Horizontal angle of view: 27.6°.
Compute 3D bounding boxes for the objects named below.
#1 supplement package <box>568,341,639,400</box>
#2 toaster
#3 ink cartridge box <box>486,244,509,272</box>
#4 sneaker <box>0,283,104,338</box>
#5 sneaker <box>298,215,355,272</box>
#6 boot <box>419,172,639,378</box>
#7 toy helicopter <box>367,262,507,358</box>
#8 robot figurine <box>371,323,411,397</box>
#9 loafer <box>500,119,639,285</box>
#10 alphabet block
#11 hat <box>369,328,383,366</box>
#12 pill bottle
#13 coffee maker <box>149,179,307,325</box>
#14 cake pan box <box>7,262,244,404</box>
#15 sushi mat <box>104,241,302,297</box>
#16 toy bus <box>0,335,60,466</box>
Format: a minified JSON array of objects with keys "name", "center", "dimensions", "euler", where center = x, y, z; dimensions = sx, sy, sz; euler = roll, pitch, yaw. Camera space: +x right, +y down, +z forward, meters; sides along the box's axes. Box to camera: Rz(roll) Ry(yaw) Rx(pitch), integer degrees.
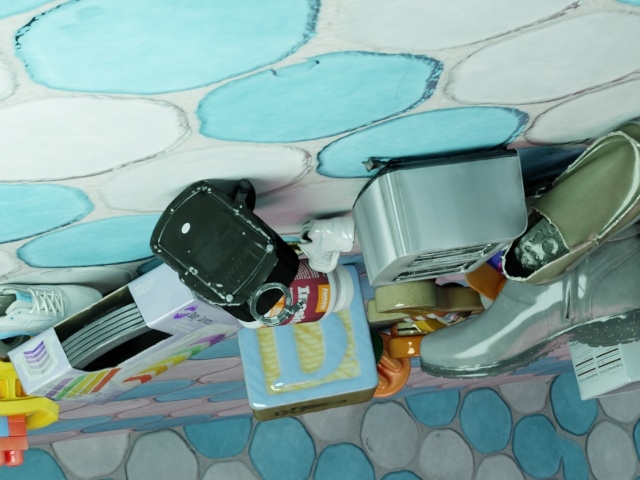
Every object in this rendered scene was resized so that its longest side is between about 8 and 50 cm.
[{"name":"supplement package","center":[0.442,0.091,1.749],"dimensions":[0.194,0.203,0.149],"euler":[-8,166,-16]},{"name":"toaster","center":[0.125,-0.026,1.449],"dimensions":[0.186,0.110,0.168],"euler":[-8,166,-14]},{"name":"ink cartridge box","center":[0.337,-0.016,1.798],"dimensions":[0.371,0.069,0.176],"euler":[-9,168,2]},{"name":"sneaker","center":[-0.361,0.085,1.625],"dimensions":[0.191,0.071,0.083],"euler":[-7,161,-21]},{"name":"sneaker","center":[0.000,0.000,1.615],"dimensions":[0.061,0.053,0.152],"euler":[7,161,-10]},{"name":"boot","center":[0.253,0.034,1.617],"dimensions":[0.338,0.222,0.118],"euler":[-18,-163,18]},{"name":"toy helicopter","center":[0.171,0.087,1.815],"dimensions":[0.235,0.140,0.355],"euler":[-6,173,18]},{"name":"robot figurine","center":[0.117,0.244,2.573],"dimensions":[0.128,0.158,0.219],"euler":[0,177,1]},{"name":"loafer","center":[0.290,-0.029,1.452],"dimensions":[0.087,0.094,0.251],"euler":[-20,152,-49]},{"name":"alphabet block","center":[-0.025,0.159,1.959],"dimensions":[0.193,0.192,0.197],"euler":[-9,168,-3]},{"name":"hat","center":[0.002,0.176,2.422],"dimensions":[0.173,0.183,0.208],"euler":[-39,-154,-3]},{"name":"pill bottle","center":[-0.035,0.067,1.699],"dimensions":[0.152,0.086,0.086],"euler":[-5,166,-36]},{"name":"coffee maker","center":[-0.087,0.034,1.394],"dimensions":[0.120,0.171,0.178],"euler":[-29,168,3]},{"name":"cake pan box","center":[-0.237,0.122,1.664],"dimensions":[0.246,0.070,0.267],"euler":[-31,165,4]},{"name":"sushi mat","center":[-0.173,0.053,1.753],"dimensions":[0.151,0.019,0.316],"euler":[-1,164,-42]},{"name":"toy bus","center":[-0.419,0.199,1.750],"dimensions":[0.149,0.211,0.220],"euler":[-22,165,35]}]
